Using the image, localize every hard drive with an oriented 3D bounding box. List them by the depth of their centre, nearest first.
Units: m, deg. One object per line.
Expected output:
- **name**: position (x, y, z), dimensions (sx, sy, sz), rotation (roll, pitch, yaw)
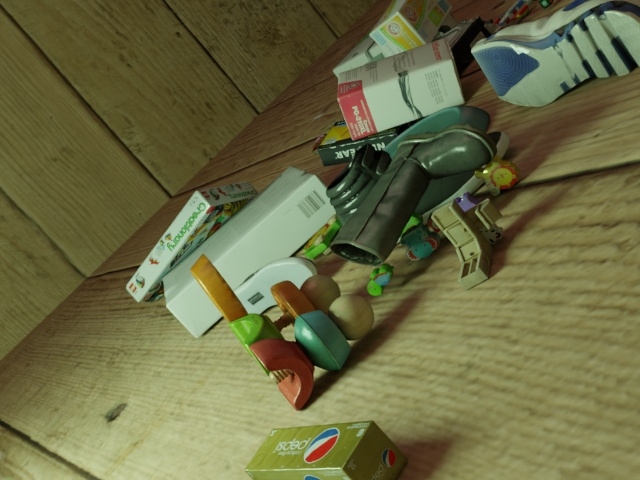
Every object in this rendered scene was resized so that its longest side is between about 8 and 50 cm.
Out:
- **hard drive**: position (0.218, -0.379, 2.110), dimensions (0.339, 0.064, 0.237), rotation (-23, 22, 50)

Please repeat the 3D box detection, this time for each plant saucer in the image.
- **plant saucer**: position (0.161, -0.144, 1.620), dimensions (0.317, 0.044, 0.317), rotation (-37, 16, 13)

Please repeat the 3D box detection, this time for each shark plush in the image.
- **shark plush**: position (0.349, -0.483, 2.156), dimensions (0.161, 0.073, 0.067), rotation (-11, 55, 35)

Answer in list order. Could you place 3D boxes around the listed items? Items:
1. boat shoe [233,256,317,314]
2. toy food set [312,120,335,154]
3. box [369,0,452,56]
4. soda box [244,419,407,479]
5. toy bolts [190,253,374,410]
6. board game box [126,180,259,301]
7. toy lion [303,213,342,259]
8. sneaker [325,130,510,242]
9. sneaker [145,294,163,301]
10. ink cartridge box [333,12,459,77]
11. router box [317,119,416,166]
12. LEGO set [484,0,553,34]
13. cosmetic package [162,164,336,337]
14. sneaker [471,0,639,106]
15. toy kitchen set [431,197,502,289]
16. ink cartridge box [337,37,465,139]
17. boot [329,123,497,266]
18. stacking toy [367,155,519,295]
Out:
- **boat shoe**: position (-0.077, 0.071, 1.538), dimensions (0.228, 0.080, 0.076), rotation (-36, 15, 45)
- **toy food set**: position (0.009, -0.262, 2.374), dimensions (0.078, 0.019, 0.122), rotation (-29, 27, 39)
- **box**: position (0.218, -0.526, 2.159), dimensions (0.103, 0.114, 0.203), rotation (-31, 21, 44)
- **soda box**: position (0.000, 0.229, 0.918), dimensions (0.181, 0.058, 0.061), rotation (-21, 25, 52)
- **toy bolts**: position (-0.038, 0.086, 1.194), dimensions (0.158, 0.218, 0.228), rotation (-37, 32, -9)
- **board game box**: position (-0.280, 0.001, 1.986), dimensions (0.305, 0.053, 0.193), rotation (-50, -15, 27)
- **toy lion**: position (0.000, 0.000, 1.631), dimensions (0.096, 0.034, 0.100), rotation (-36, 14, 43)
- **sneaker**: position (0.136, -0.106, 1.370), dimensions (0.296, 0.147, 0.104), rotation (-36, 14, 14)
- **sneaker**: position (-0.383, 0.088, 2.240), dimensions (0.086, 0.085, 0.237), rotation (-18, -10, -47)
- **ink cartridge box**: position (0.201, -0.510, 2.404), dimensions (0.211, 0.121, 0.289), rotation (-50, 18, -29)
- **router box**: position (0.098, -0.215, 1.866), dimensions (0.179, 0.046, 0.133), rotation (-9, 29, 26)
- **LEGO set**: position (0.450, -0.530, 1.987), dimensions (0.182, 0.060, 0.244), rotation (-38, 15, 24)
- **cosmetic package**: position (-0.148, 0.010, 1.828), dimensions (0.377, 0.097, 0.284), rotation (-41, 16, -2)
- **sneaker**: position (0.407, -0.319, 1.397), dimensions (0.182, 0.127, 0.315), rotation (-45, 22, -30)
- **toy kitchen set**: position (0.182, -0.004, 1.086), dimensions (0.068, 0.083, 0.075), rotation (-33, 17, 30)
- **ink cartridge box**: position (0.161, -0.308, 1.822), dimensions (0.237, 0.100, 0.172), rotation (-17, 25, 10)
- **boot**: position (0.123, -0.059, 1.224), dimensions (0.189, 0.076, 0.208), rotation (-7, 37, 54)
- **stacking toy**: position (0.166, -0.015, 1.235), dimensions (0.221, 0.052, 0.167), rotation (-33, 15, 33)
